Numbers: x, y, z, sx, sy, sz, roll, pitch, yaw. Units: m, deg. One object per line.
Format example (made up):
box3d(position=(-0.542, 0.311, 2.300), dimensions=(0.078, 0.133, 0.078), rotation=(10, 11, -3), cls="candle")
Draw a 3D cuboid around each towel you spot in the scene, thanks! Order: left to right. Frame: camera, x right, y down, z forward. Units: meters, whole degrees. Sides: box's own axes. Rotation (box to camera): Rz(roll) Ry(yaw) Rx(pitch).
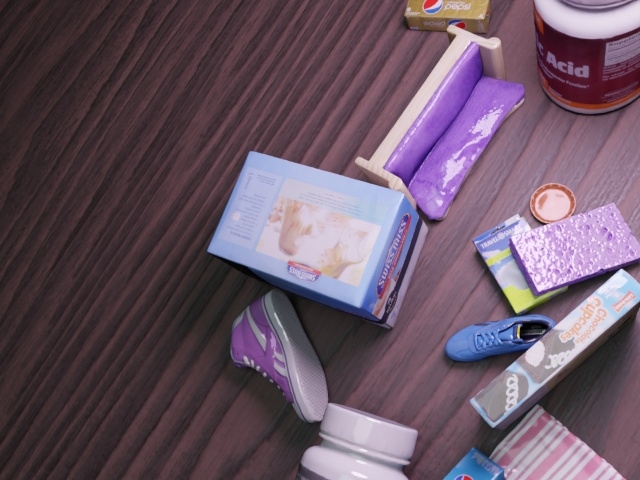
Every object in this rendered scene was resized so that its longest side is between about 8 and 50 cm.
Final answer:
box3d(position=(0.406, 0.400, 1.116), dimensions=(0.197, 0.029, 0.144), rotation=(41, 90, 27), cls="towel")

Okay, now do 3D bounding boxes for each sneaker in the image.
box3d(position=(-0.093, 0.259, 1.326), dimensions=(0.161, 0.102, 0.282), rotation=(-34, 62, 22), cls="sneaker")
box3d(position=(0.327, 0.176, 1.191), dimensions=(0.209, 0.082, 0.069), rotation=(-14, 71, 18), cls="sneaker")

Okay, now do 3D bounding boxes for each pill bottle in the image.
box3d(position=(0.040, 0.484, 1.130), dimensions=(0.204, 0.204, 0.361), rotation=(12, 79, 24), cls="pill bottle")
box3d(position=(0.493, -0.408, 1.143), dimensions=(0.223, 0.392, 0.224), rotation=(-7, 70, 19), cls="pill bottle")

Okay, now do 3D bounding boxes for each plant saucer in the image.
box3d(position=(0.452, -0.070, 1.260), dimensions=(0.083, 0.013, 0.084), rotation=(-6, 71, 18), cls="plant saucer")

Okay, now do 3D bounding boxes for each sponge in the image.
box3d(position=(0.466, 0.016, 1.186), dimensions=(0.210, 0.031, 0.117), rotation=(-18, 66, -3), cls="sponge")

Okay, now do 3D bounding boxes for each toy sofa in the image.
box3d(position=(0.251, -0.233, 1.314), dimensions=(0.177, 0.150, 0.363), rotation=(34, 87, 28), cls="toy sofa")

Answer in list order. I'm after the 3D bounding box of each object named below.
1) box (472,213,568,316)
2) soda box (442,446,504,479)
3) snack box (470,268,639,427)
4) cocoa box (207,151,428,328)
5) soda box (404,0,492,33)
box3d(position=(0.377, 0.041, 1.237), dimensions=(0.109, 0.042, 0.178), rotation=(-30, 66, 9), cls="box")
box3d(position=(0.221, 0.455, 1.091), dimensions=(0.210, 0.071, 0.067), rotation=(-36, 44, -24), cls="soda box")
box3d(position=(0.402, 0.195, 1.096), dimensions=(0.322, 0.187, 0.060), rotation=(-42, 64, 3), cls="snack box")
box3d(position=(0.000, 0.000, 1.289), dimensions=(0.347, 0.228, 0.232), rotation=(18, 80, 25), cls="cocoa box")
box3d(position=(0.285, -0.506, 1.440), dimensions=(0.181, 0.058, 0.061), rotation=(11, 77, 23), cls="soda box")
